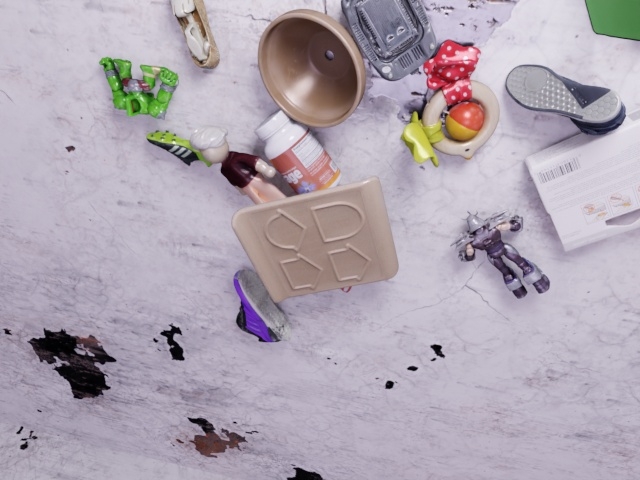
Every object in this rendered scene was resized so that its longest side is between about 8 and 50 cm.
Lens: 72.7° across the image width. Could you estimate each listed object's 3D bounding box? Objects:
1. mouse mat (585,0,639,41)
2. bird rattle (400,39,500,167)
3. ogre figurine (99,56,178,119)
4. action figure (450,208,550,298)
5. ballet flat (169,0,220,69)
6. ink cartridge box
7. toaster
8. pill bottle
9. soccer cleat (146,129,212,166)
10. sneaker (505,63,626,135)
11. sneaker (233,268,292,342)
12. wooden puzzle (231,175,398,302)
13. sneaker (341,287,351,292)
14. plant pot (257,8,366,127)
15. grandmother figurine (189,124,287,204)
[{"bbox_3d":[0.496,-0.414,0.737,0.007,0.190,0.153,-27,116,16],"label":"mouse mat"},{"bbox_3d":[0.286,-0.281,0.943,0.206,0.143,0.254,18,113,-15],"label":"bird rattle"},{"bbox_3d":[-0.431,-0.358,1.030,0.196,0.097,0.118,8,114,-7],"label":"ogre figurine"},{"bbox_3d":[0.455,0.028,1.111,0.285,0.099,0.185,46,128,-15],"label":"action figure"},{"bbox_3d":[-0.277,-0.471,0.934,0.073,0.067,0.206,-12,120,20],"label":"ballet flat"},{"bbox_3d":[0.652,-0.134,0.971,0.296,0.066,0.261,-24,120,25],"label":"ink cartridge box"},{"bbox_3d":[0.118,-0.422,0.826,0.129,0.146,0.227,-33,113,16],"label":"toaster"},{"bbox_3d":[-0.055,-0.203,1.039,0.121,0.121,0.216,-29,114,27],"label":"pill bottle"},{"bbox_3d":[-0.362,-0.234,1.122,0.178,0.060,0.072,14,127,-1],"label":"soccer cleat"},{"bbox_3d":[0.503,-0.285,0.890,0.226,0.163,0.086,40,118,34],"label":"sneaker"},{"bbox_3d":[-0.220,0.226,1.381,0.146,0.102,0.293,-17,119,23],"label":"sneaker"},{"bbox_3d":[0.000,0.000,1.072,0.347,0.081,0.322,-15,132,7],"label":"wooden puzzle"},{"bbox_3d":[0.053,0.034,1.217,0.128,0.087,0.221,17,114,10],"label":"sneaker"},{"bbox_3d":[-0.004,-0.365,0.903,0.237,0.110,0.237,21,142,17],"label":"plant pot"},{"bbox_3d":[-0.178,-0.153,1.083,0.342,0.104,0.207,43,144,-19],"label":"grandmother figurine"}]
